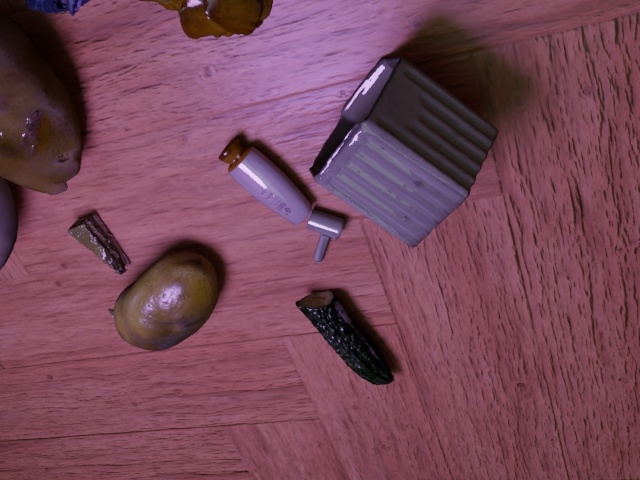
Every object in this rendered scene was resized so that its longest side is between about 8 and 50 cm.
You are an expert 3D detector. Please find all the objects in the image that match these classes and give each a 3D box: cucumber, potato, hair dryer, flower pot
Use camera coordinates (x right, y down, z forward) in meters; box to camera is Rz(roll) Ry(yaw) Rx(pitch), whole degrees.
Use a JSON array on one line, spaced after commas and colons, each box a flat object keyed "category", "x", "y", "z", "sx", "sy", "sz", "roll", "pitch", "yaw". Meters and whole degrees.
[{"category": "cucumber", "x": 0.053, "y": 0.195, "z": 1.395, "sx": 0.077, "sy": 0.077, "sz": 0.265, "roll": -23, "pitch": 118, "yaw": 27}, {"category": "potato", "x": -0.515, "y": -0.214, "z": 1.176, "sx": 0.218, "sy": 0.202, "sz": 0.351, "roll": -17, "pitch": 133, "yaw": 12}, {"category": "hair dryer", "x": 0.000, "y": 0.000, "z": 1.296, "sx": 0.063, "sy": 0.038, "sz": 0.124, "roll": 19, "pitch": 135, "yaw": 2}, {"category": "flower pot", "x": 0.116, "y": -0.132, "z": 1.056, "sx": 0.190, "sy": 0.239, "sz": 0.209, "roll": 33, "pitch": 156, "yaw": -12}, {"category": "potato", "x": -0.296, "y": 0.118, "z": 1.390, "sx": 0.169, "sy": 0.143, "sz": 0.248, "roll": 11, "pitch": 134, "yaw": -44}]

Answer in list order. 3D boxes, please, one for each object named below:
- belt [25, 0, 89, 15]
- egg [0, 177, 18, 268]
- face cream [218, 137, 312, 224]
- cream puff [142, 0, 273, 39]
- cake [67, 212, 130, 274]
[{"category": "belt", "x": -0.366, "y": -0.381, "z": 1.003, "sx": 0.218, "sy": 0.122, "sz": 0.128, "roll": 4, "pitch": 116, "yaw": 65}, {"category": "egg", "x": -0.693, "y": -0.070, "z": 1.281, "sx": 0.258, "sy": 0.258, "sz": 0.352, "roll": -1, "pitch": 130, "yaw": 15}, {"category": "face cream", "x": -0.094, "y": -0.100, "z": 1.232, "sx": 0.182, "sy": 0.051, "sz": 0.072, "roll": 41, "pitch": 126, "yaw": -17}, {"category": "cream puff", "x": -0.157, "y": -0.394, "z": 0.970, "sx": 0.244, "sy": 0.196, "sz": 0.244, "roll": -10, "pitch": 140, "yaw": -9}, {"category": "cake", "x": -0.420, "y": 0.006, "z": 1.394, "sx": 0.055, "sy": 0.051, "sz": 0.140, "roll": -33, "pitch": 114, "yaw": 29}]
